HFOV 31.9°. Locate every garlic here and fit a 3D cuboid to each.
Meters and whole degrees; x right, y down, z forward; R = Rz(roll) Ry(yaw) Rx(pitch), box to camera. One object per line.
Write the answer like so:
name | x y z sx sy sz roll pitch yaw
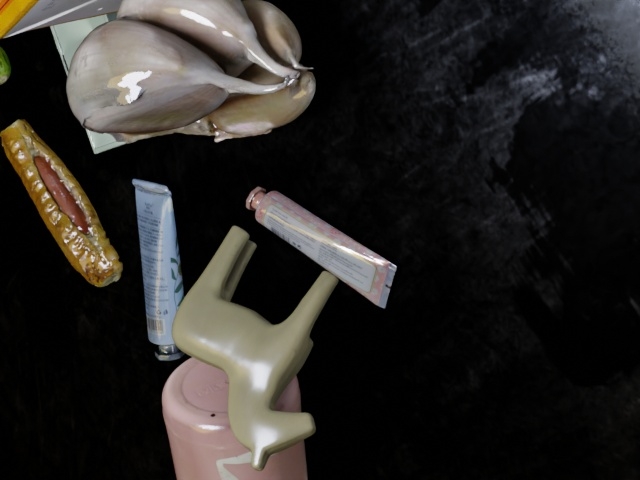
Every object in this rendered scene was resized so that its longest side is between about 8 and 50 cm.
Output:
garlic | -0.137 -0.174 1.207 0.237 0.210 0.292 33 158 -14

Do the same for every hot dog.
hot dog | -0.388 -0.055 1.650 0.289 0.068 0.083 54 145 10

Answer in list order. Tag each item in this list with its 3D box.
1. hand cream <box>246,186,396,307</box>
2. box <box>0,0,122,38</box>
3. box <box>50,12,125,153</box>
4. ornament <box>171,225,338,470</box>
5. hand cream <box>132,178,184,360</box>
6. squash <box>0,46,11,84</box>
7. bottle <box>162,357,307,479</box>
hand cream | 0.000 0.000 1.303 0.209 0.043 0.067 34 133 23
box | -0.224 -0.382 1.179 0.283 0.259 0.214 -24 92 48
box | -0.258 -0.237 1.413 0.129 0.086 0.225 -10 101 48
ornament | -0.076 0.129 1.324 0.230 0.245 0.061 24 163 25
hand cream | -0.221 0.043 1.537 0.088 0.055 0.256 17 118 49
squash | -0.548 -0.316 1.685 0.239 0.069 0.069 45 135 20
bottle | -0.088 0.303 1.439 0.206 0.173 0.297 12 123 26
